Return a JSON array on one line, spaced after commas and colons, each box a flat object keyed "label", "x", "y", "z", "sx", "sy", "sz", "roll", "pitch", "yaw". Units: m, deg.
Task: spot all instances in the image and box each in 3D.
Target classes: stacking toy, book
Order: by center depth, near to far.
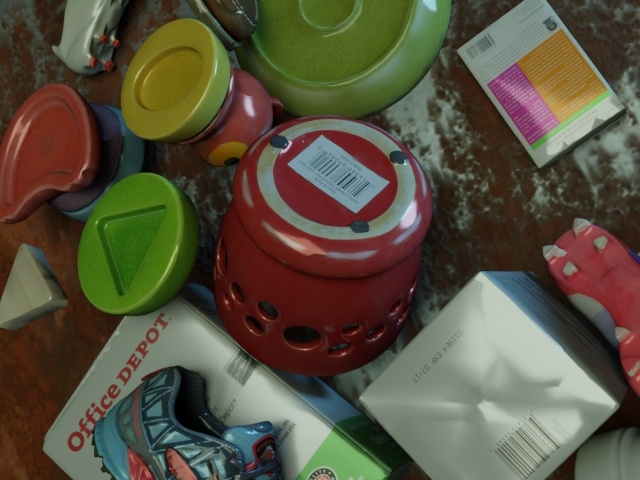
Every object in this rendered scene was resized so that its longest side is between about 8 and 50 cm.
[{"label": "book", "x": 0.209, "y": -0.153, "z": 0.882, "sx": 0.096, "sy": 0.035, "sz": 0.144, "roll": -35, "pitch": 75, "yaw": 15}, {"label": "stacking toy", "x": -0.184, "y": -0.042, "z": 0.925, "sx": 0.309, "sy": 0.130, "sz": 0.279, "roll": -12, "pitch": 67, "yaw": 33}]

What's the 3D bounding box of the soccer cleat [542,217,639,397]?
[{"label": "soccer cleat", "x": 0.265, "y": 0.070, "z": 0.744, "sx": 0.083, "sy": 0.095, "sz": 0.248, "roll": -44, "pitch": 33, "yaw": 10}]

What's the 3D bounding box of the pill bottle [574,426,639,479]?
[{"label": "pill bottle", "x": 0.375, "y": 0.179, "z": 0.691, "sx": 0.334, "sy": 0.188, "sz": 0.188, "roll": -23, "pitch": 78, "yaw": 31}]

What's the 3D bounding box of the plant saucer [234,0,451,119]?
[{"label": "plant saucer", "x": 0.012, "y": -0.242, "z": 0.951, "sx": 0.241, "sy": 0.037, "sz": 0.241, "roll": -2, "pitch": 84, "yaw": 18}]

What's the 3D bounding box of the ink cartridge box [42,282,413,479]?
[{"label": "ink cartridge box", "x": -0.090, "y": 0.204, "z": 0.894, "sx": 0.289, "sy": 0.121, "sz": 0.211, "roll": 38, "pitch": 97, "yaw": 17}]

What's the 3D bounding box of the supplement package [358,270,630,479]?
[{"label": "supplement package", "x": 0.157, "y": 0.116, "z": 0.755, "sx": 0.134, "sy": 0.244, "sz": 0.139, "roll": 46, "pitch": 105, "yaw": 17}]

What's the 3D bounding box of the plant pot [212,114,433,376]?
[{"label": "plant pot", "x": 0.000, "y": 0.000, "z": 0.820, "sx": 0.191, "sy": 0.174, "sz": 0.191, "roll": 3, "pitch": 54, "yaw": -5}]

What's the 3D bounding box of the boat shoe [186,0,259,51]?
[{"label": "boat shoe", "x": -0.109, "y": -0.339, "z": 0.940, "sx": 0.104, "sy": 0.111, "sz": 0.307, "roll": -25, "pitch": 68, "yaw": 14}]

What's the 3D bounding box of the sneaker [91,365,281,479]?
[{"label": "sneaker", "x": -0.076, "y": 0.211, "z": 0.771, "sx": 0.262, "sy": 0.104, "sz": 0.125, "roll": 44, "pitch": 96, "yaw": 15}]

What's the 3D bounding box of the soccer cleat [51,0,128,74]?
[{"label": "soccer cleat", "x": -0.238, "y": -0.279, "z": 1.022, "sx": 0.076, "sy": 0.068, "sz": 0.196, "roll": 28, "pitch": 96, "yaw": 21}]

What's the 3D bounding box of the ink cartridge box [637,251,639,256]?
[{"label": "ink cartridge box", "x": 0.426, "y": -0.055, "z": 0.657, "sx": 0.353, "sy": 0.207, "sz": 0.119, "roll": -2, "pitch": 85, "yaw": -3}]
